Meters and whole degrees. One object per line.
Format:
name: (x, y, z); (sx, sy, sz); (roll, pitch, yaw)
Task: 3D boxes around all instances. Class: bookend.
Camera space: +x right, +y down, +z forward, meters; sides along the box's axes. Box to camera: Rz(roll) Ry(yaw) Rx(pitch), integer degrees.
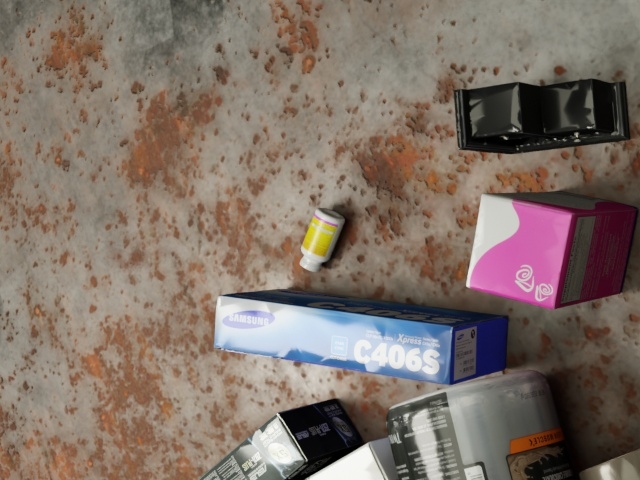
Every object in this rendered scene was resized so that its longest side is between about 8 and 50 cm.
bookend: (0.263, -0.148, 1.466); (0.157, 0.156, 0.072); (-5, 88, 31)

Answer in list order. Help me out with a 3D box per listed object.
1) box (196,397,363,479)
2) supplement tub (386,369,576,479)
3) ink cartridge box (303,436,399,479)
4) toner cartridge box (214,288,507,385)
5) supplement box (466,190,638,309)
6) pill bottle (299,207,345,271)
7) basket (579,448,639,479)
box: (-0.056, 0.302, 1.687); (0.180, 0.147, 0.077); (-42, 70, 26)
supplement tub: (0.212, 0.338, 1.473); (0.207, 0.207, 0.338); (-21, 77, 31)
ink cartridge box: (0.043, 0.333, 1.624); (0.203, 0.148, 0.086); (-35, 72, 27)
toner cartridge box: (0.050, 0.119, 1.605); (0.348, 0.165, 0.075); (5, 93, 32)
supplement box: (0.270, 0.006, 1.428); (0.111, 0.220, 0.114); (15, 99, 32)
pill bottle: (0.000, 0.000, 1.703); (0.043, 0.043, 0.083); (30, 106, 28)
basket: (0.397, 0.348, 1.404); (0.204, 0.154, 0.226); (-32, 71, 38)
